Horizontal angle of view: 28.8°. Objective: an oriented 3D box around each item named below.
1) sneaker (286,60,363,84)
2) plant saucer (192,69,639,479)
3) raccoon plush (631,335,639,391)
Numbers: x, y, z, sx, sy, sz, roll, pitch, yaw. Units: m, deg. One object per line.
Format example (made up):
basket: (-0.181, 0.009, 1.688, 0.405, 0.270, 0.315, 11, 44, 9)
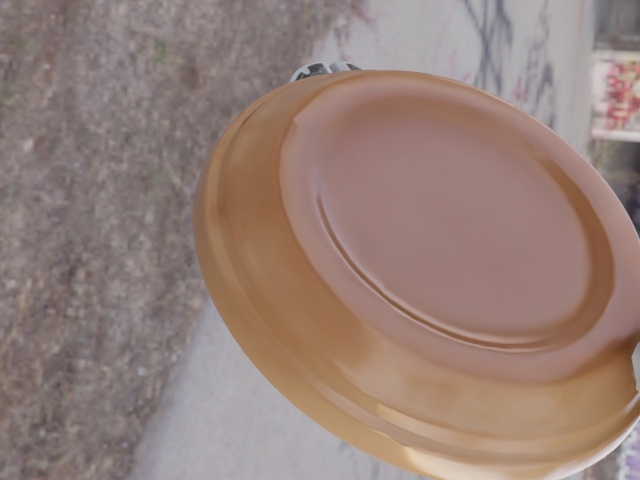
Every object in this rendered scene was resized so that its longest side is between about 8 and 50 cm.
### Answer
sneaker: (0.000, 0.000, 0.596, 0.071, 0.068, 0.170, 11, -75, 64)
plant saucer: (0.051, 0.000, 0.489, 0.037, 0.200, 0.200, 119, -7, -45)
raccoon plush: (0.200, 0.245, 0.532, 0.299, 0.446, 0.216, -46, -176, 8)
